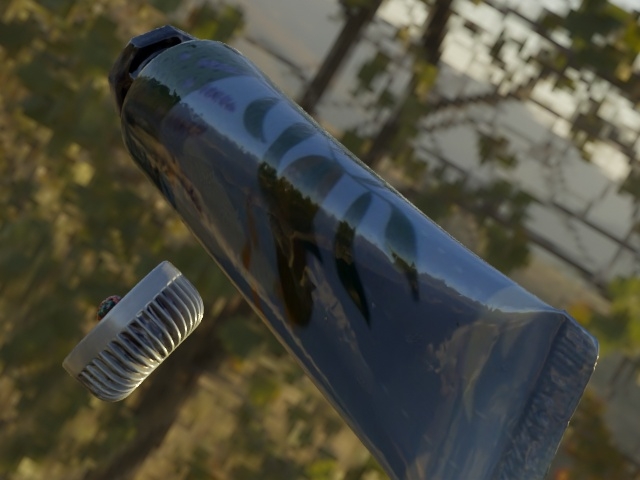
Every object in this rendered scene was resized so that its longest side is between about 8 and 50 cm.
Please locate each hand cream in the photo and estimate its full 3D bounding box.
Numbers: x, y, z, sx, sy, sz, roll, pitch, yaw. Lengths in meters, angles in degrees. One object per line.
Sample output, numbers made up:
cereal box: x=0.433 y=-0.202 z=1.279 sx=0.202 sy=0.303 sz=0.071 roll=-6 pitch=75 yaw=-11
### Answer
hand cream: x=0.000 y=0.000 z=0.667 sx=0.058 sy=0.091 sz=0.271 roll=7 pitch=26 yaw=-36

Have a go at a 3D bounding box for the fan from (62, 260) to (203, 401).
fan: x=-0.177 y=0.092 z=1.748 sx=0.074 sy=0.130 sz=0.244 roll=44 pitch=-20 yaw=-1
